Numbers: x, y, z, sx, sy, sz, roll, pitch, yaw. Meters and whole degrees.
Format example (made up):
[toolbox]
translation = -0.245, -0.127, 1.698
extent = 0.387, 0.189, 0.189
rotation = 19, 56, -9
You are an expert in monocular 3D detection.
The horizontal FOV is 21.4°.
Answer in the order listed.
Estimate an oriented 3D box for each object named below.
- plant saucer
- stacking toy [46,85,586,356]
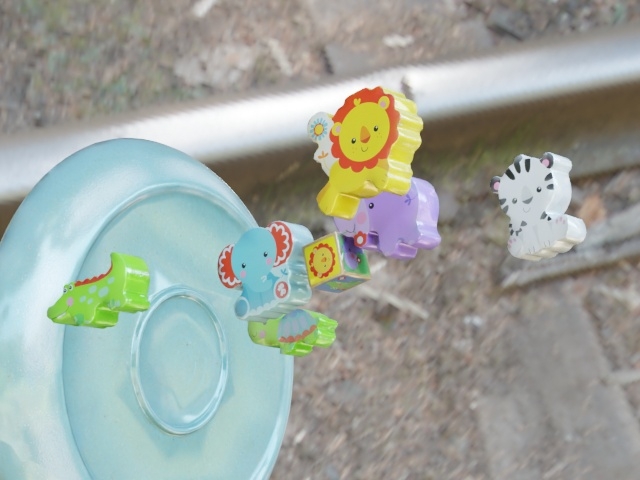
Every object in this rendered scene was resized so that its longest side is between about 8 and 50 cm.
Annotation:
[plant saucer]
translation = -0.110, 0.085, 1.185
extent = 0.317, 0.043, 0.318
rotation = 7, 82, -53
[stacking toy]
translation = 0.000, 0.000, 0.825
extent = 0.167, 0.221, 0.052
rotation = 14, 58, -50
